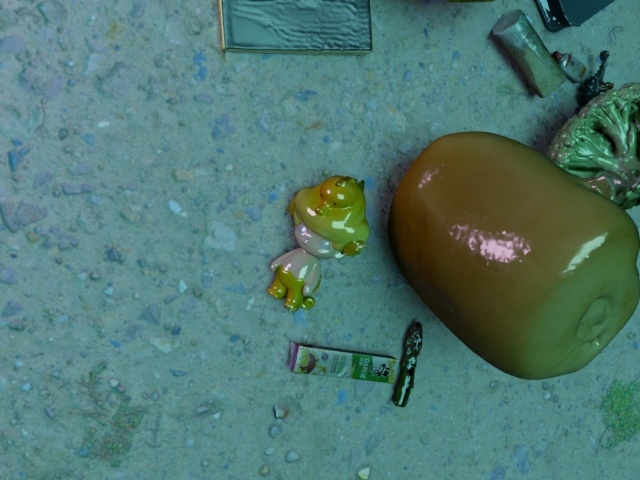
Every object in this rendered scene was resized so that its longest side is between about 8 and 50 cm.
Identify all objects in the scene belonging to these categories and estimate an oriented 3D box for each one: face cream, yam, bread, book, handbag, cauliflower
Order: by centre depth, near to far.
[{"bbox_3d":[0.281,0.028,0.950,0.252,0.376,0.348,-26,136,-11],"label":"bread"},{"bbox_3d":[-0.044,-0.497,0.960,0.262,0.028,0.375,-5,98,-19],"label":"book"},{"bbox_3d":[0.574,-0.146,1.111,0.272,0.250,0.275,-39,128,-11],"label":"cauliflower"},{"bbox_3d":[0.398,-0.353,1.123,0.068,0.068,0.169,-47,108,-10],"label":"yam"},{"bbox_3d":[0.478,-0.541,1.140,0.179,0.062,0.229,-37,107,-17],"label":"handbag"},{"bbox_3d":[0.499,-0.353,1.186,0.083,0.021,0.040,27,85,-21],"label":"face cream"}]

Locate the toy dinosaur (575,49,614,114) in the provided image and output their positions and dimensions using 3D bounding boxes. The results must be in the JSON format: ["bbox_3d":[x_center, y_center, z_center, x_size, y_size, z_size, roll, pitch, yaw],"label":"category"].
[{"bbox_3d":[0.556,-0.308,1.197,0.055,0.049,0.154,12,99,-17],"label":"toy dinosaur"}]

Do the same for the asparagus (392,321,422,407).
[{"bbox_3d":[0.167,0.232,1.113,0.036,0.030,0.165,10,92,-11],"label":"asparagus"}]

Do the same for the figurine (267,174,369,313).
[{"bbox_3d":[0.000,0.000,0.985,0.156,0.131,0.246,37,99,19],"label":"figurine"}]

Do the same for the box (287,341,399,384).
[{"bbox_3d":[0.043,0.221,1.058,0.206,0.041,0.050,12,91,-21],"label":"box"}]

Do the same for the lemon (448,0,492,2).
[{"bbox_3d":[0.251,-0.549,0.913,0.347,0.348,0.349,-2,96,-21],"label":"lemon"}]
